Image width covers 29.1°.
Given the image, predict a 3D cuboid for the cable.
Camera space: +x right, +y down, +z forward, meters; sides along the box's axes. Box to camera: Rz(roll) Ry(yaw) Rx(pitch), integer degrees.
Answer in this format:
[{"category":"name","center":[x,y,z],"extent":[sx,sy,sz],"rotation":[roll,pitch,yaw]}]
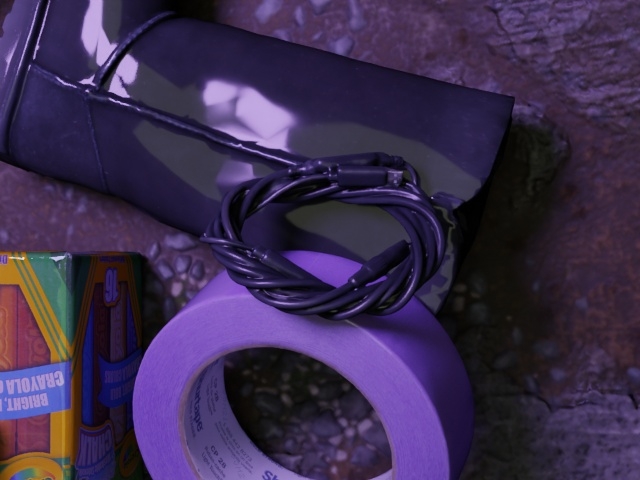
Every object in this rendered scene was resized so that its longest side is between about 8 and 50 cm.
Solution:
[{"category":"cable","center":[0.000,0.000,0.951],"extent":[0.185,0.047,0.150],"rotation":[-6,54,-5]}]

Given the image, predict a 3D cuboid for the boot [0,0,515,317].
[{"category":"boot","center":[-0.043,-0.165,1.071],"extent":[0.445,0.146,0.366],"rotation":[21,100,14]}]

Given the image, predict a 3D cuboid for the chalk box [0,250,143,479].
[{"category":"chalk box","center":[-0.267,0.153,1.090],"extent":[0.180,0.179,0.288],"rotation":[-1,88,12]}]

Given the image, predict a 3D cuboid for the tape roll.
[{"category":"tape roll","center":[-0.015,0.150,1.030],"extent":[0.275,0.090,0.274],"rotation":[9,116,18]}]
